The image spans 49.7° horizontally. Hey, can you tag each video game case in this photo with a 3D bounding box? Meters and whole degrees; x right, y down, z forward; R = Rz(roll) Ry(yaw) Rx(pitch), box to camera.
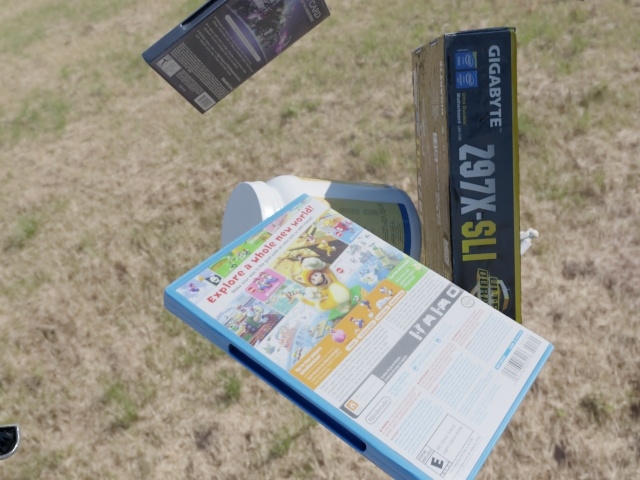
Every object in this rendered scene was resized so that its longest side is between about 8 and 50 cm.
[{"bbox_3d":[0.022,0.044,0.351,0.166,0.015,0.119,33,44,19],"label":"video game case"},{"bbox_3d":[-0.120,-0.321,1.071,0.274,0.196,0.026,-38,72,4],"label":"video game case"}]

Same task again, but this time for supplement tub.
[{"bbox_3d":[0.000,0.000,0.800,0.199,0.144,0.144,3,24,-28],"label":"supplement tub"}]

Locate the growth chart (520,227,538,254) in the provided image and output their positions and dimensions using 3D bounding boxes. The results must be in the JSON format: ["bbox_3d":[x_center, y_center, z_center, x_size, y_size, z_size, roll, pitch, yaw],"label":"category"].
[{"bbox_3d":[0.312,0.039,1.316,0.172,0.021,0.237,-50,10,-9],"label":"growth chart"}]

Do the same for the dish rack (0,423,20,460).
[{"bbox_3d":[-0.494,0.150,0.847,0.074,0.208,0.272,-36,59,35],"label":"dish rack"}]

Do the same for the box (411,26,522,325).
[{"bbox_3d":[0.165,-0.074,0.818,0.079,0.322,0.257,-4,11,2],"label":"box"}]
